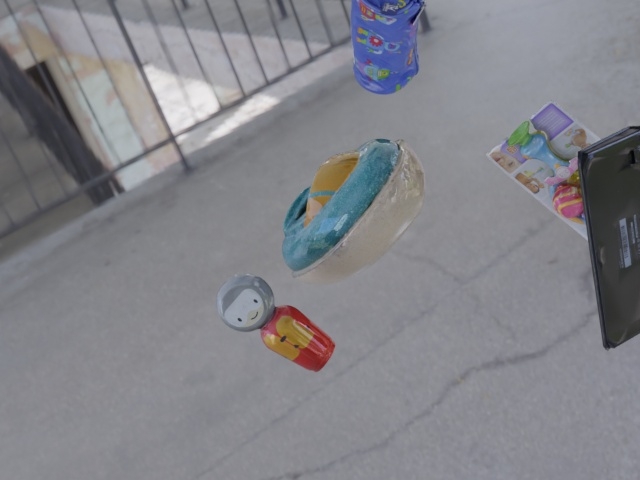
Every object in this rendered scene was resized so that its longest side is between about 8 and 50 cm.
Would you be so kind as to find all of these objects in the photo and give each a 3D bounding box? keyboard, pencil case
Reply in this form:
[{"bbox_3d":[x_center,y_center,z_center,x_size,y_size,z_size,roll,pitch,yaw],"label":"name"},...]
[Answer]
[{"bbox_3d":[0.264,-0.005,0.836,0.108,0.180,0.023,-23,22,-26],"label":"keyboard"},{"bbox_3d":[0.122,-0.378,1.758,0.133,0.306,0.119,24,72,11],"label":"pencil case"}]

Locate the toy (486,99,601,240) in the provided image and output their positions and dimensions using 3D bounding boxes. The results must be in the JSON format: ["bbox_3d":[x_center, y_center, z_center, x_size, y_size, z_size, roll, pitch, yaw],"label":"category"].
[{"bbox_3d":[0.352,-0.070,1.343,0.137,0.237,0.056,-42,11,44],"label":"toy"}]

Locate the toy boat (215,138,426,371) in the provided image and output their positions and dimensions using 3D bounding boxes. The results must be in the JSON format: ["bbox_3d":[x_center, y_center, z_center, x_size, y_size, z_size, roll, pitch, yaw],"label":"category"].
[{"bbox_3d":[0.000,0.000,1.194,0.267,0.148,0.318,-39,18,56],"label":"toy boat"}]
